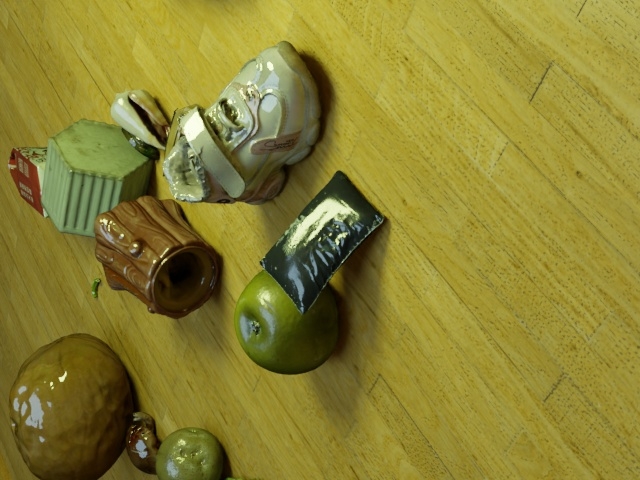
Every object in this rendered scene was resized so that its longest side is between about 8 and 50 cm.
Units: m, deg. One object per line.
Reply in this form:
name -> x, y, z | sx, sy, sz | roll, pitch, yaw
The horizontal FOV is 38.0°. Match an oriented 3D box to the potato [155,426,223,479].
potato -> -0.297, 0.503, 2.084 | 0.157, 0.157, 0.194 | 67, 158, 16

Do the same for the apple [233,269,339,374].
apple -> -0.061, 0.136, 1.605 | 0.196, 0.157, 0.196 | 13, 109, 44

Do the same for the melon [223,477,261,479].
melon -> -0.175, 0.552, 1.992 | 0.261, 0.053, 0.114 | 0, 92, 55

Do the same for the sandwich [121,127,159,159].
sandwich -> -0.402, -0.224, 2.072 | 0.026, 0.069, 0.101 | -47, 60, 16

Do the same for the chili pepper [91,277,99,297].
chili pepper -> -0.607, 0.125, 2.511 | 0.030, 0.017, 0.083 | 53, 142, 31

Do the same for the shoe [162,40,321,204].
shoe -> -0.136, -0.176, 1.579 | 0.172, 0.198, 0.351 | 56, 141, 26

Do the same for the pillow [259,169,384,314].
pillow -> 0.000, 0.000, 1.502 | 0.208, 0.055, 0.141 | -49, 54, 10

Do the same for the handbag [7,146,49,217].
handbag -> -0.692, -0.172, 2.419 | 0.298, 0.171, 0.151 | 28, 126, 53

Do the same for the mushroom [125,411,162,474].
mushroom -> -0.447, 0.515, 2.345 | 0.135, 0.080, 0.171 | -4, 100, 46

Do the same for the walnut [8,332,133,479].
walnut -> -0.640, 0.440, 2.405 | 0.354, 0.307, 0.398 | -98, 8, -73

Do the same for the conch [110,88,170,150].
conch -> -0.386, -0.264, 2.007 | 0.104, 0.094, 0.176 | -49, 60, 21

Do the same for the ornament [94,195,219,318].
ornament -> -0.338, 0.035, 1.938 | 0.217, 0.221, 0.235 | 32, 81, 42

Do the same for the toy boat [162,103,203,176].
toy boat -> -0.273, -0.186, 1.900 | 0.072, 0.064, 0.206 | 34, 130, 23

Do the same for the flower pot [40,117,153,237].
flower pot -> -0.510, -0.140, 2.121 | 0.209, 0.239, 0.190 | 29, 127, 12
